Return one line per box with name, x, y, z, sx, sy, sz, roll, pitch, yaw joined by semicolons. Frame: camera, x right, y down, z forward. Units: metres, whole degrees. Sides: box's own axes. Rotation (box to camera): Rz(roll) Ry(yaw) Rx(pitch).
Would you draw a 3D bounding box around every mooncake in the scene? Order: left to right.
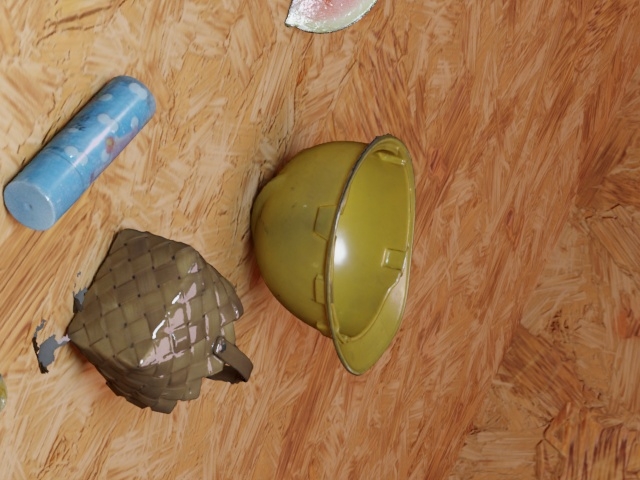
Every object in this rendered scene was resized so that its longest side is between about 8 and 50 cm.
mooncake;-0.225;-0.045;1.258;0.150;0.057;0.347;-54;134;-56

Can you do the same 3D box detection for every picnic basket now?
picnic basket;-0.131;0.087;1.703;0.138;0.128;0.178;-63;151;-17

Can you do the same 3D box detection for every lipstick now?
lipstick;-0.187;-0.071;1.515;0.158;0.048;0.048;-53;155;-43

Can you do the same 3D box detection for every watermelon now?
watermelon;0.020;-0.279;1.916;0.163;0.087;0.069;-70;-161;4

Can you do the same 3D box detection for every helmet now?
helmet;0.000;0.000;1.975;0.205;0.140;0.257;-47;145;-48

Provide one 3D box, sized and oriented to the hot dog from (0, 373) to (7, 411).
hot dog;-0.273;0.138;1.506;0.090;0.034;0.030;-77;162;-53
